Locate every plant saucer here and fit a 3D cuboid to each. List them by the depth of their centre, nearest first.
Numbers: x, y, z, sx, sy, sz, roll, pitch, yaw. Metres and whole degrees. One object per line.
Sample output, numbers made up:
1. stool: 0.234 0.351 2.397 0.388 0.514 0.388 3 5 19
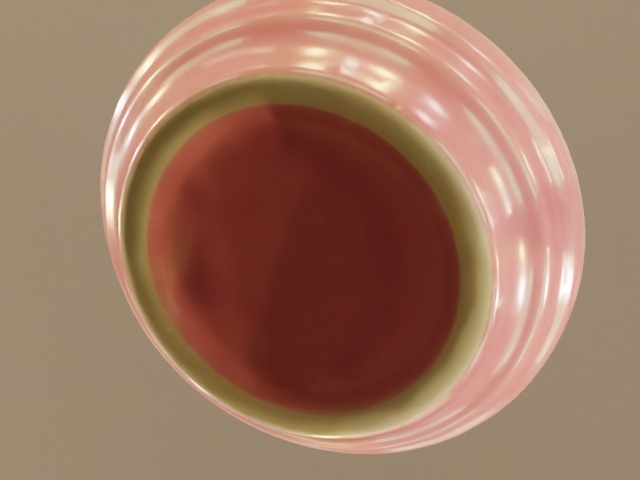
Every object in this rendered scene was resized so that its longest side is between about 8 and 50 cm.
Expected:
1. plant saucer: 0.000 0.000 0.994 0.332 0.084 0.332 8 -65 17
